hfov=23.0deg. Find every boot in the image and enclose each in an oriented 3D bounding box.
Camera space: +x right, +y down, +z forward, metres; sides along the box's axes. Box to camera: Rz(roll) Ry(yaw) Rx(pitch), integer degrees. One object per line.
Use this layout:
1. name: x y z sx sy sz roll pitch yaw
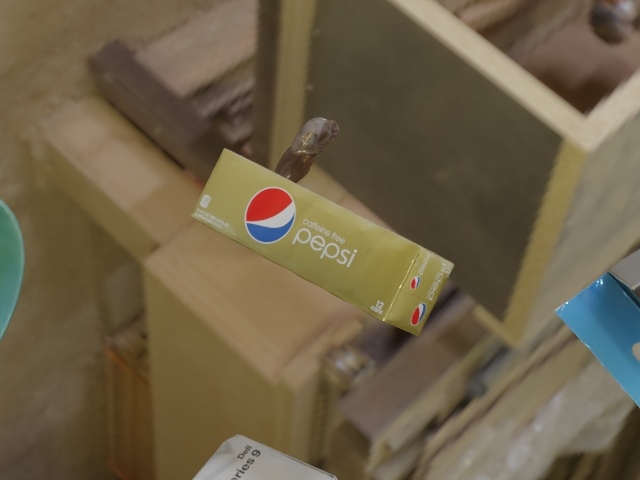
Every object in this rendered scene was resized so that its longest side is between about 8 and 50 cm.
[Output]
1. boot: -0.023 -0.100 1.799 0.106 0.037 0.114 -50 179 9

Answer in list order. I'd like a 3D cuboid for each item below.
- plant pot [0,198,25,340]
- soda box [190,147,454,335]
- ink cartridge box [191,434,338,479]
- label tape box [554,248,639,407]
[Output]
1. plant pot: -0.474 0.025 1.529 0.293 0.235 0.293 -41 149 -31
2. soda box: 0.000 0.000 1.110 0.061 0.181 0.058 25 91 -59
3. ink cartridge box: -0.048 0.343 1.352 0.211 0.121 0.289 -50 138 -28
4. label tape box: 0.424 0.086 1.494 0.347 0.249 0.115 -37 -171 28
